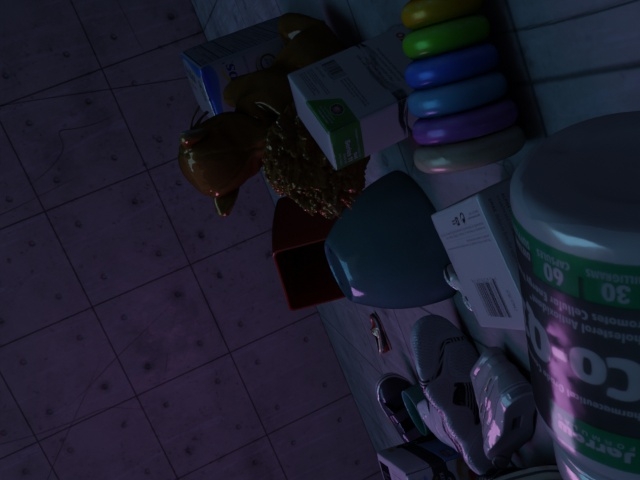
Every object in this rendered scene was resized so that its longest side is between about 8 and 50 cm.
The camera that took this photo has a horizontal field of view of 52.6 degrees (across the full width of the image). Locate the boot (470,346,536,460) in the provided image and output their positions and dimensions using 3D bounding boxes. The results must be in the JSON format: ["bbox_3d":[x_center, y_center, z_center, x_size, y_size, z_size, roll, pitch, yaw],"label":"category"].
[{"bbox_3d":[0.338,0.307,1.228,0.258,0.095,0.123,88,164,-45],"label":"boot"}]

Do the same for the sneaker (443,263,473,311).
[{"bbox_3d":[0.267,0.078,1.191,0.109,0.040,0.043,54,149,35],"label":"sneaker"}]

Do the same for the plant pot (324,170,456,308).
[{"bbox_3d":[0.123,0.027,1.342,0.290,0.196,0.290,62,169,21],"label":"plant pot"}]

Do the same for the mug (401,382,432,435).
[{"bbox_3d":[0.285,0.434,1.719,0.129,0.097,0.158,66,171,-3],"label":"mug"}]

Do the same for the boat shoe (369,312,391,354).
[{"bbox_3d":[0.184,0.300,2.089,0.049,0.043,0.137,-179,66,-81],"label":"boat shoe"}]

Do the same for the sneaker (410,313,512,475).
[{"bbox_3d":[0.271,0.325,1.418,0.365,0.137,0.210,64,167,-6],"label":"sneaker"}]

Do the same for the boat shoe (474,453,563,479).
[{"bbox_3d":[0.367,0.502,1.225,0.187,0.156,0.500,32,144,9],"label":"boat shoe"}]

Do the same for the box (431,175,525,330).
[{"bbox_3d":[0.255,0.012,0.843,0.181,0.119,0.181,144,103,-80],"label":"box"}]

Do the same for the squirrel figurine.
[{"bbox_3d":[-0.071,-0.202,1.205,0.397,0.370,0.281,34,149,45],"label":"squirrel figurine"}]

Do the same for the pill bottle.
[{"bbox_3d":[0.291,0.085,0.586,0.204,0.204,0.361,50,162,57],"label":"pill bottle"}]

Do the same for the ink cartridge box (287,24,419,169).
[{"bbox_3d":[0.079,-0.219,0.976,0.153,0.209,0.086,60,171,36],"label":"ink cartridge box"}]

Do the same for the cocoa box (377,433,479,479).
[{"bbox_3d":[0.308,0.625,1.610,0.347,0.228,0.231,120,134,-78],"label":"cocoa box"}]

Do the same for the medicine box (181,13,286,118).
[{"bbox_3d":[-0.144,-0.393,1.481,0.263,0.289,0.149,48,160,60],"label":"medicine box"}]

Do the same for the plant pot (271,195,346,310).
[{"bbox_3d":[0.000,0.000,1.812,0.267,0.267,0.235,78,177,-48],"label":"plant pot"}]

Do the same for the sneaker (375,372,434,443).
[{"bbox_3d":[0.280,0.539,1.922,0.321,0.126,0.127,57,176,-12],"label":"sneaker"}]

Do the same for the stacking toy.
[{"bbox_3d":[0.151,-0.256,0.790,0.141,0.141,0.330,-148,42,-72],"label":"stacking toy"}]
